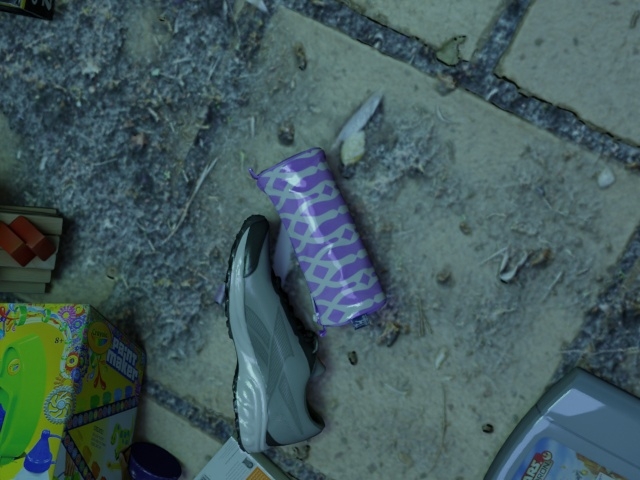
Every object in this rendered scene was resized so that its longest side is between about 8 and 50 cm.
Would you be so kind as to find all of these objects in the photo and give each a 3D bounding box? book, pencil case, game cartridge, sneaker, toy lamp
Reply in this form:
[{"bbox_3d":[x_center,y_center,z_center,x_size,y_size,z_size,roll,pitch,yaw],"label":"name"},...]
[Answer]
[{"bbox_3d":[-0.079,0.312,0.941,0.144,0.035,0.096,42,103,5],"label":"book"},{"bbox_3d":[0.000,0.000,0.873,0.088,0.086,0.206,-22,89,2],"label":"pencil case"},{"bbox_3d":[0.277,0.302,0.867,0.198,0.062,0.297,26,99,3],"label":"game cartridge"},{"bbox_3d":[-0.052,0.103,0.895,0.107,0.100,0.272,-6,99,0],"label":"sneaker"},{"bbox_3d":[-0.268,0.375,0.957,0.080,0.080,0.275,31,97,6],"label":"toy lamp"}]

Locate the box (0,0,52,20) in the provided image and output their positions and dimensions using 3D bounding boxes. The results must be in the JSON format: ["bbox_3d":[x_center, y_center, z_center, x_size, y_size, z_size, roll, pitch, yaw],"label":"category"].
[{"bbox_3d":[-0.456,-0.420,0.927,0.321,0.079,0.257,14,95,9],"label":"box"}]

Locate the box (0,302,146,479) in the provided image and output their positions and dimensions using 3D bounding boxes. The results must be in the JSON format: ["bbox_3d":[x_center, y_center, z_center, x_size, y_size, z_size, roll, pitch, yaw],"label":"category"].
[{"bbox_3d":[-0.376,0.226,0.859,0.289,0.177,0.279,-1,64,10],"label":"box"}]

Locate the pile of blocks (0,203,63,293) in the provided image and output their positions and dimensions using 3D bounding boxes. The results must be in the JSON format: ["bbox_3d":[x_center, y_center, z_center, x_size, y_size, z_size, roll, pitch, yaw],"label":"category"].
[{"bbox_3d":[-0.440,-0.035,0.845,0.362,0.112,0.149,34,82,-30],"label":"pile of blocks"}]
